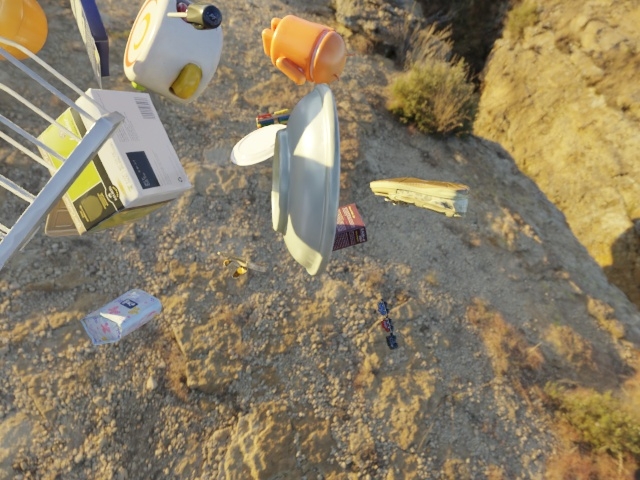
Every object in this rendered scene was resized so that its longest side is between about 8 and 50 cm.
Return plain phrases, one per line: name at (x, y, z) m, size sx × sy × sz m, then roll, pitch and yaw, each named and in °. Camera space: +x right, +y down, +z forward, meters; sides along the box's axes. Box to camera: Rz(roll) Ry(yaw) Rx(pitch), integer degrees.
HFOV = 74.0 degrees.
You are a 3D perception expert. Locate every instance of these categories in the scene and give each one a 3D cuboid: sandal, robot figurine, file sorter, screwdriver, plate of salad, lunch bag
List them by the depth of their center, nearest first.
screwdriver at (-0.137, -0.227, 0.426) m, size 0.025 × 0.024 × 0.170 m, roll 0°, pitch 25°, yaw -38°
lunch bag at (-0.268, 0.102, 0.580) m, size 0.071 × 0.083 × 0.053 m, roll -39°, pitch 113°, yaw -54°
file sorter at (-0.441, -0.116, 0.595) m, size 0.173 × 0.278 × 0.193 m, roll 38°, pitch 2°, yaw -26°
robot figurine at (-0.032, -0.453, 1.021) m, size 0.219 × 0.128 × 0.158 m, roll 26°, pitch 30°, yaw 11°
plate of salad at (-0.175, -0.280, 1.271) m, size 0.199 × 0.048 × 0.200 m, roll -14°, pitch 41°, yaw 13°
sandal at (-0.298, 0.103, 1.545) m, size 0.240 × 0.079 × 0.088 m, roll 13°, pitch -2°, yaw 34°

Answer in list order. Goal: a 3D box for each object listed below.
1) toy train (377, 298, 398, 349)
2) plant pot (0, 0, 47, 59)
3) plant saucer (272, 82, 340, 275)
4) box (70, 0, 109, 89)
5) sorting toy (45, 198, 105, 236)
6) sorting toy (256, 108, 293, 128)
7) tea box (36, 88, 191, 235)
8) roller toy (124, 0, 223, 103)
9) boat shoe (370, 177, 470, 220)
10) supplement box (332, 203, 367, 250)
toy train at (0.204, 0.259, 1.311) m, size 0.036 × 0.027 × 0.158 m, roll -11°, pitch 83°, yaw -23°
plant pot at (-0.574, -0.390, 0.708) m, size 0.205 × 0.205 × 0.188 m, roll 21°, pitch 7°, yaw -7°
plant saucer at (-0.047, -0.125, 0.902) m, size 0.100 × 0.401 × 0.401 m, roll 1°, pitch 46°, yaw -10°
box at (-0.516, -0.474, 0.958) m, size 0.036 × 0.136 × 0.225 m, roll -17°, pitch 86°, yaw -28°
sorting toy at (-0.820, -0.126, 1.550) m, size 0.041 × 0.229 × 0.307 m, roll 42°, pitch 28°, yaw 26°
sorting toy at (-0.150, -0.407, 1.460) m, size 0.132 × 0.046 × 0.274 m, roll -14°, pitch 12°, yaw -5°
tea box at (-0.641, -0.236, 1.321) m, size 0.220 × 0.323 × 0.329 m, roll -30°, pitch 97°, yaw -62°
roller toy at (-0.292, -0.386, 0.862) m, size 0.146 × 0.191 × 0.209 m, roll 18°, pitch 2°, yaw -41°
boat shoe at (0.259, -0.118, 1.158) m, size 0.285 × 0.089 × 0.104 m, roll 15°, pitch 23°, yaw 40°
supplement box at (0.020, -0.028, 1.392) m, size 0.239 × 0.073 × 0.130 m, roll -16°, pitch 42°, yaw -1°
